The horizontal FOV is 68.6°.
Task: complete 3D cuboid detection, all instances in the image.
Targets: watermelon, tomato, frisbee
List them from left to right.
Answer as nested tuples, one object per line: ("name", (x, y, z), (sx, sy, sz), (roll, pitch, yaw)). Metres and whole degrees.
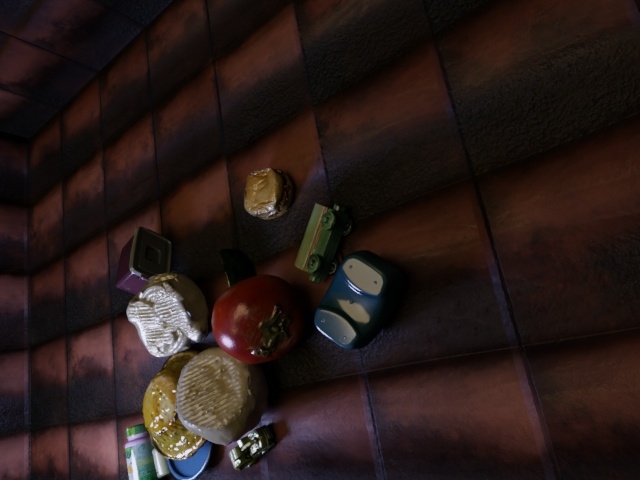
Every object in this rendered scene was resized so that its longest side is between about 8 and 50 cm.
("frisbee", (-0.531, 0.836, 1.940), (0.289, 0.049, 0.289), (-16, 63, 33))
("watermelon", (-0.342, 0.139, 1.879), (0.129, 0.123, 0.301), (-56, 50, 44))
("tomato", (-0.219, 0.266, 1.630), (0.321, 0.321, 0.321), (-6, 80, 37))

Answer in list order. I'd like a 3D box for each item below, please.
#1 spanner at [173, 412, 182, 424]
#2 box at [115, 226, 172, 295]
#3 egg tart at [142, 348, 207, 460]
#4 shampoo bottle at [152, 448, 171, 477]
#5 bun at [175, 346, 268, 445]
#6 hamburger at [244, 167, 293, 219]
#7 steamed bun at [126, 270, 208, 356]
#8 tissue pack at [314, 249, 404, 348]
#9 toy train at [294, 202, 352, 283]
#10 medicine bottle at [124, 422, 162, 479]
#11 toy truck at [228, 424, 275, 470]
("spanner", (-0.505, 0.575, 1.802), (0.015, 0.054, 0.254), (109, 171, -54))
("box", (-0.801, 0.104, 2.121), (0.167, 0.193, 0.294), (-37, 41, 24))
("egg tart", (-0.594, 0.662, 1.911), (0.443, 0.178, 0.443), (-15, 63, 32))
("shampoo bottle", (-0.682, 0.932, 2.031), (0.079, 0.079, 0.162), (-38, 63, 28))
("bun", (-0.347, 0.565, 1.718), (0.359, 0.211, 0.360), (-10, 53, 14))
("hamburger", (-0.202, -0.179, 1.802), (0.213, 0.108, 0.214), (-7, 79, 36))
("steamed bun", (-0.606, 0.283, 1.973), (0.346, 0.237, 0.394), (22, 116, 0))
("tissue pack", (0.128, 0.181, 1.447), (0.198, 0.206, 0.287), (31, 104, 27))
("toy train", (0.000, 0.000, 1.628), (0.177, 0.116, 0.285), (27, 101, 49))
("medicine bottle", (-0.787, 0.958, 2.076), (0.133, 0.133, 0.274), (-30, 65, 31))
("toy truck", (-0.259, 0.756, 1.707), (0.191, 0.116, 0.085), (-47, 57, 22))
